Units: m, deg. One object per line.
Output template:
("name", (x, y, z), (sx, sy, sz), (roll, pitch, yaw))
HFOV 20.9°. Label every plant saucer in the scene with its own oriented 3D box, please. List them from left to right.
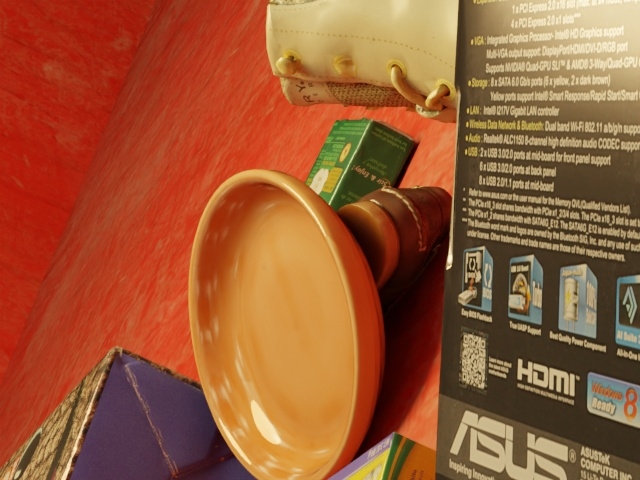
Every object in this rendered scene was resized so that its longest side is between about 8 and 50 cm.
("plant saucer", (-0.019, 0.054, 1.069), (0.200, 0.037, 0.200), (17, 110, 56))

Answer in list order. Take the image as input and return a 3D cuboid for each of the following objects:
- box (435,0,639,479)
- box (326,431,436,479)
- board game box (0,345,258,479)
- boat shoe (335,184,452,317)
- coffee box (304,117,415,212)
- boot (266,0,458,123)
("box", (0.152, -0.059, 0.349), (0.395, 0.097, 0.318), (-171, 80, -67))
("box", (0.010, 0.196, 0.873), (0.105, 0.043, 0.179), (-45, 24, 53))
("board game box", (-0.165, 0.246, 1.211), (0.291, 0.141, 0.232), (-44, 23, 53))
("boat shoe", (0.016, 0.030, 1.116), (0.073, 0.073, 0.207), (-23, -11, -38))
("coffee box", (0.000, 0.000, 1.264), (0.184, 0.040, 0.113), (-64, 13, -3))
("boot", (0.069, -0.055, 0.751), (0.203, 0.095, 0.261), (-1, 77, 36))
